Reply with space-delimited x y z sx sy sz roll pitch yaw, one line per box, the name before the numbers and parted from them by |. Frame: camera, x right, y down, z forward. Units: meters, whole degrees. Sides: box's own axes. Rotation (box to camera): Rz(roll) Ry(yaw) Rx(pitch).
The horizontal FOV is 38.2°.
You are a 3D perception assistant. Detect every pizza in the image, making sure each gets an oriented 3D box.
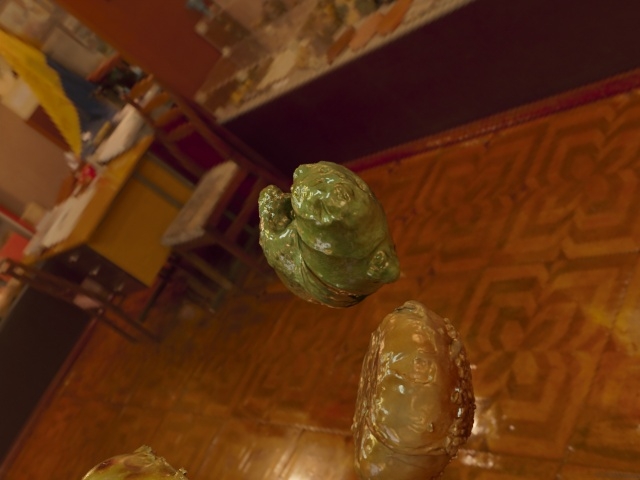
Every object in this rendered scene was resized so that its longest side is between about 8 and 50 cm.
pizza | -0.214 0.284 0.902 0.204 0.080 0.188 -51 17 -11

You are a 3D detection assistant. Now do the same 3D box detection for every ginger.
ginger | -0.001 0.002 0.846 0.089 0.137 0.290 -28 3 -12

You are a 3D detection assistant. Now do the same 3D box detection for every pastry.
pastry | 0.164 0.266 1.542 0.284 0.184 0.316 -94 15 -68
